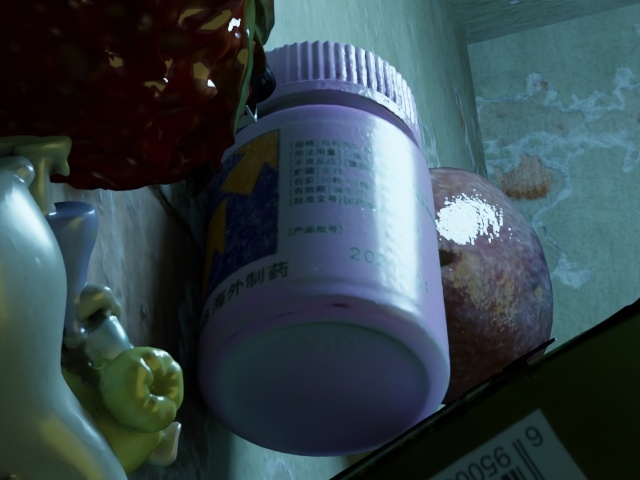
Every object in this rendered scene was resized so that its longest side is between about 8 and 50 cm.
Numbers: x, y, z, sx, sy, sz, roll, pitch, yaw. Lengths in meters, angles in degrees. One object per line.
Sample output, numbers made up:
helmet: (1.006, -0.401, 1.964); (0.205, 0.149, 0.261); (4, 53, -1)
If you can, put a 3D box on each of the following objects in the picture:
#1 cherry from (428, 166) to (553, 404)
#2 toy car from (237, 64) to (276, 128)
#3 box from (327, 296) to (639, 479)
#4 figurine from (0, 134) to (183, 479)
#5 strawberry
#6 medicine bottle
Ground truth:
cherry: (0.125, 0.050, 1.418); (0.307, 0.221, 0.261); (7, 63, -62)
toy car: (-0.098, -0.160, 0.919); (0.089, 0.108, 0.209); (61, 17, -45)
box: (0.156, 0.160, 0.937); (0.138, 0.373, 0.420); (59, 21, 12)
figurine: (-0.130, 0.092, 0.504); (0.155, 0.127, 0.235); (-38, 122, -51)
strawberry: (-0.131, -0.155, 0.598); (0.261, 0.258, 0.261); (-175, -90, -88)
medicine bottle: (0.000, 0.000, 1.011); (0.178, 0.178, 0.290); (65, 16, -44)
